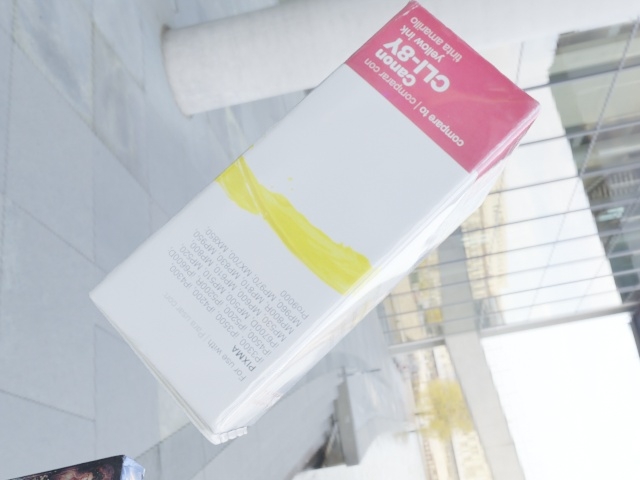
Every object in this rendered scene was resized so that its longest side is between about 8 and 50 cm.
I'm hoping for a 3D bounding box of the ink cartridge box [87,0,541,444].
[{"bbox_3d":[0.000,0.000,0.698,0.160,0.385,0.279,44,-10,10],"label":"ink cartridge box"}]

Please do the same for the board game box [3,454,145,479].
[{"bbox_3d":[-0.267,0.340,0.679,0.243,0.165,0.042,-93,162,-45],"label":"board game box"}]
